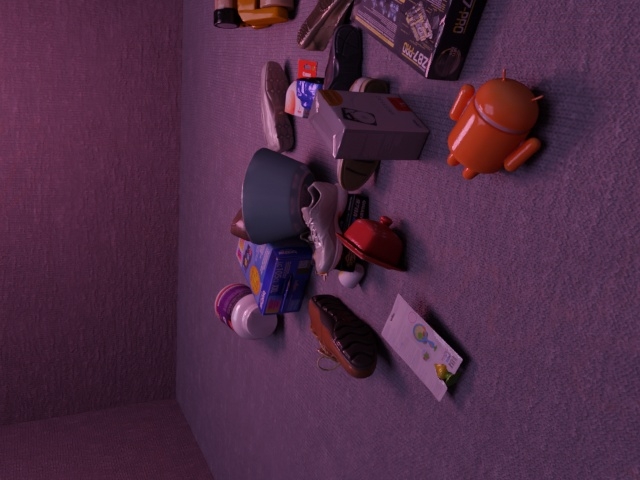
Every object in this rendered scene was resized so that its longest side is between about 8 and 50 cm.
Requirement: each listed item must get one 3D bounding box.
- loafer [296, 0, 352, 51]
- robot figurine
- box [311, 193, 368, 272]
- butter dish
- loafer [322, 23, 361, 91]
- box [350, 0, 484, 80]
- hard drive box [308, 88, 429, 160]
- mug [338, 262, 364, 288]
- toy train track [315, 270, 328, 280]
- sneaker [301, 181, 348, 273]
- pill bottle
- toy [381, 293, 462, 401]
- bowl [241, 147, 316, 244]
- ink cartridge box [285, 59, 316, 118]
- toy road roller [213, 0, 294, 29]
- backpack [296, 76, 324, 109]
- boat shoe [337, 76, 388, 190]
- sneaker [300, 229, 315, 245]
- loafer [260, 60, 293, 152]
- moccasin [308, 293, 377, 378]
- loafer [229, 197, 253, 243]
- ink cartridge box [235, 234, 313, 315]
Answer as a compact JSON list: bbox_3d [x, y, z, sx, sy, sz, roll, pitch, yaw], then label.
[{"bbox_3d":[0.034,-0.652,1.763,0.268,0.092,0.102,-41,46,39],"label":"loafer"},{"bbox_3d":[0.330,-0.215,1.172,0.219,0.128,0.158,117,152,-47],"label":"robot figurine"},{"bbox_3d":[0.052,-0.025,1.771,0.175,0.051,0.220,5,84,60],"label":"box"},{"bbox_3d":[0.146,-0.008,1.573,0.118,0.160,0.160,-63,34,8],"label":"butter dish"},{"bbox_3d":[0.059,-0.449,1.736,0.095,0.109,0.302,-165,80,-76],"label":"loafer"},{"bbox_3d":[0.221,-0.586,1.383,0.395,0.097,0.318,56,139,46],"label":"box"},{"bbox_3d":[0.113,-0.279,1.480,0.181,0.232,0.089,60,143,41],"label":"hard drive box"},{"bbox_3d":[0.089,0.090,1.760,0.078,0.062,0.064,46,134,6],"label":"mug"},{"bbox_3d":[0.000,0.107,1.996,0.083,0.014,0.048,1,94,64],"label":"toy train track"},{"bbox_3d":[-0.004,-0.040,1.698,0.099,0.121,0.262,-15,66,57],"label":"sneaker"},{"bbox_3d":[-0.289,0.282,2.409,0.323,0.181,0.181,16,107,63],"label":"pill bottle"},{"bbox_3d":[0.249,0.250,1.464,0.237,0.056,0.137,51,133,43],"label":"toy"},{"bbox_3d":[-0.112,-0.134,1.944,0.311,0.163,0.311,5,-90,-73],"label":"bowl"},{"bbox_3d":[-0.067,-0.504,2.030,0.145,0.045,0.179,35,126,57],"label":"ink cartridge box"},{"bbox_3d":[-0.216,-0.857,2.175,0.329,0.240,0.202,2,96,26],"label":"toy road roller"},{"bbox_3d":[-0.002,-0.443,1.852,0.120,0.098,0.101,20,120,48],"label":"backpack"},{"bbox_3d":[0.103,-0.286,1.651,0.103,0.113,0.302,36,114,59],"label":"boat shoe"},{"bbox_3d":[0.000,0.000,1.919,0.188,0.071,0.066,8,100,64],"label":"sneaker"},{"bbox_3d":[-0.168,-0.467,2.161,0.111,0.112,0.319,-7,87,55],"label":"loafer"},{"bbox_3d":[0.052,0.292,1.773,0.380,0.139,0.147,37,126,57],"label":"moccasin"},{"bbox_3d":[-0.214,-0.145,2.098,0.366,0.130,0.134,-68,-25,-43],"label":"loafer"},{"bbox_3d":[-0.159,0.076,2.168,0.395,0.151,0.270,56,141,43],"label":"ink cartridge box"}]
